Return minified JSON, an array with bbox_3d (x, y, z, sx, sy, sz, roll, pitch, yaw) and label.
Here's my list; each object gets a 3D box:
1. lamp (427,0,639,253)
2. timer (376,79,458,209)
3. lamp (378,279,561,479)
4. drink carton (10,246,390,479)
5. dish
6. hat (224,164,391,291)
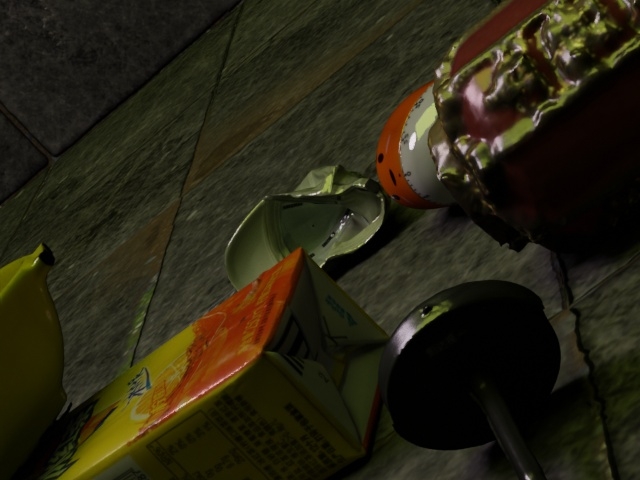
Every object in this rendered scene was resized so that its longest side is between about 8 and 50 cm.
[{"bbox_3d":[0.197,-0.114,1.042,0.274,0.177,0.177,-39,16,20],"label":"lamp"},{"bbox_3d":[0.098,-0.082,1.301,0.136,0.099,0.136,-27,16,8],"label":"timer"},{"bbox_3d":[0.102,0.116,0.764,0.130,0.108,0.371,-39,16,9],"label":"lamp"},{"bbox_3d":[-0.118,0.162,1.175,0.351,0.111,0.154,-36,16,26],"label":"drink carton"},{"bbox_3d":[-0.278,0.136,1.230,0.221,0.108,0.262,-24,24,54],"label":"dish"},{"bbox_3d":[-0.006,0.003,1.412,0.122,0.081,0.166,41,100,36],"label":"hat"}]
